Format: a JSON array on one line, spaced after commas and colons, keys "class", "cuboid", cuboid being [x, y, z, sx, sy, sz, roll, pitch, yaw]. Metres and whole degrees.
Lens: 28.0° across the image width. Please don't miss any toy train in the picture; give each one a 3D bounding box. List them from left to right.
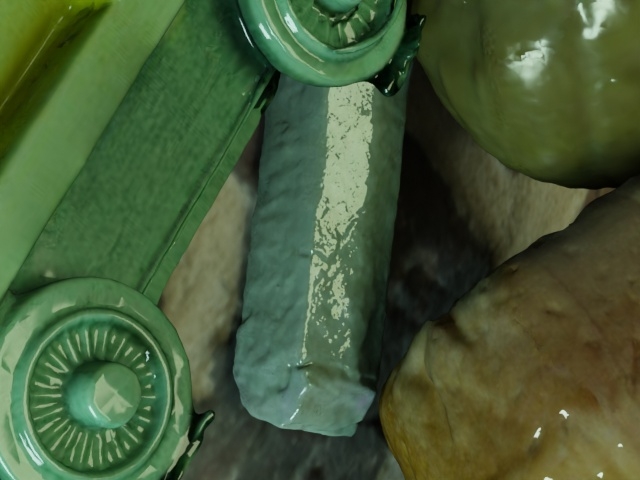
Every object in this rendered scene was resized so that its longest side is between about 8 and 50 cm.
[{"class": "toy train", "cuboid": [-0.114, -0.058, 0.491, 0.237, 0.150, 0.369, 43, 61, -32]}]

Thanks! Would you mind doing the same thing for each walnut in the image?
[{"class": "walnut", "cuboid": [0.167, -0.175, 0.706, 0.253, 0.282, 0.277, -4, 108, -5]}]

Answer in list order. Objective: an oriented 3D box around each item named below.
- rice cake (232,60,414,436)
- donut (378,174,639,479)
[{"class": "rice cake", "cuboid": [0.000, 0.001, 0.680, 0.069, 0.063, 0.207, 6, 87, -43]}, {"class": "donut", "cuboid": [0.190, 0.068, 0.672, 0.317, 0.299, 0.150, -18, 66, -23]}]
